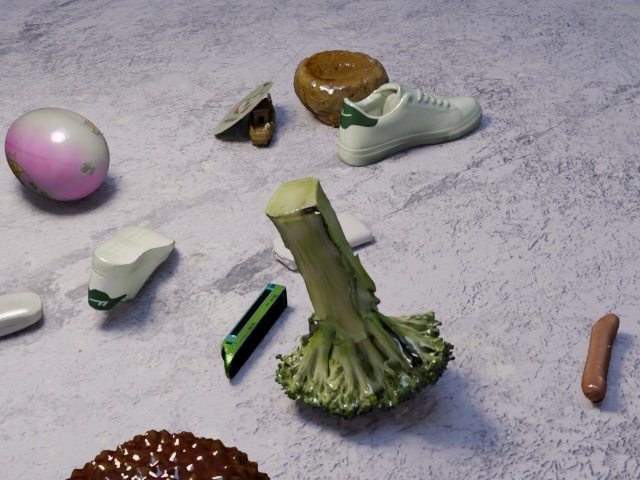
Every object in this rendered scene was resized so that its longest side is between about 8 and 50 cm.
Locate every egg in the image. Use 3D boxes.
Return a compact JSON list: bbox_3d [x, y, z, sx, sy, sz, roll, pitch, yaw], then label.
[{"bbox_3d":[-0.558,-0.186,1.904,0.196,0.196,0.271,-22,27,-23],"label":"egg"}]

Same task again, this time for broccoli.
[{"bbox_3d":[0.013,0.088,1.322,0.221,0.361,0.252,-45,14,-35],"label":"broccoli"}]

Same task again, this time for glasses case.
[{"bbox_3d":[-0.581,0.138,1.562,0.197,0.049,0.076,-16,37,-16],"label":"glasses case"}]

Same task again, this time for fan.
[{"bbox_3d":[-0.132,-0.358,2.122,0.329,0.009,0.191,-47,19,-15],"label":"fan"}]

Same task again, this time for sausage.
[{"bbox_3d":[0.431,0.179,1.394,0.043,0.043,0.186,10,38,20],"label":"sausage"}]

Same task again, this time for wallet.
[{"bbox_3d":[0.000,0.000,1.709,0.190,0.033,0.095,-20,36,-21],"label":"wallet"}]

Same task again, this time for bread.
[{"bbox_3d":[0.048,-0.361,2.145,0.230,0.122,0.230,1,38,-1],"label":"bread"}]

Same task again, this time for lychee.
[{"bbox_3d":[-0.171,0.355,0.997,0.306,0.305,0.330,-22,35,-23],"label":"lychee"}]

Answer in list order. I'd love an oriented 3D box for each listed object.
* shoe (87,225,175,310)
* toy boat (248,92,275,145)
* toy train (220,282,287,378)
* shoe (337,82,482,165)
[{"bbox_3d":[-0.349,0.049,1.633,0.095,0.110,0.265,22,14,9],"label":"shoe"},{"bbox_3d":[-0.138,-0.290,2.107,0.065,0.072,0.206,-2,36,0],"label":"toy boat"},{"bbox_3d":[-0.120,0.148,1.499,0.042,0.044,0.209,12,38,22],"label":"toy train"},{"bbox_3d":[0.198,-0.292,1.996,0.363,0.160,0.132,-20,39,-20],"label":"shoe"}]
